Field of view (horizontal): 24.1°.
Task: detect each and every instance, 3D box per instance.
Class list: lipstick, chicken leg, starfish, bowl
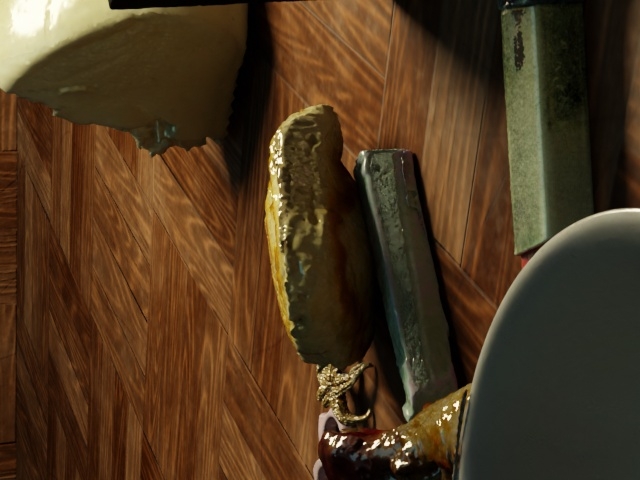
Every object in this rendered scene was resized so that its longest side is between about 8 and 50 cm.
[{"bbox_3d":[0.134,-0.098,0.883,0.051,0.051,0.312,-171,76,-68],"label":"lipstick"},{"bbox_3d":[0.108,0.170,0.895,0.177,0.083,0.322,-51,38,14],"label":"chicken leg"},{"bbox_3d":[0.019,0.120,1.266,0.091,0.028,0.078,139,126,-60],"label":"starfish"},{"bbox_3d":[0.195,0.153,0.606,0.345,0.157,0.345,175,90,-69],"label":"bowl"}]

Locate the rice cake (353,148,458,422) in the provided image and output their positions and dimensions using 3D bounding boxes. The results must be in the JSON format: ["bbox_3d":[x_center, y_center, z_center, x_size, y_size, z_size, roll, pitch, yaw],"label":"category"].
[{"bbox_3d":[0.064,0.031,1.101,0.034,0.043,0.211,114,147,-66],"label":"rice cake"}]

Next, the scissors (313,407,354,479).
[{"bbox_3d":[0.035,0.221,1.252,0.212,0.021,0.110,-132,45,-59],"label":"scissors"}]

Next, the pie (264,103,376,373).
[{"bbox_3d":[0.000,0.000,1.172,0.179,0.084,0.205,86,178,-59],"label":"pie"}]

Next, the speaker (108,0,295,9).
[{"bbox_3d":[-0.033,-0.296,1.027,0.254,0.232,0.184,131,130,-63],"label":"speaker"}]

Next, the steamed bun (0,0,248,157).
[{"bbox_3d":[-0.222,-0.245,1.507,0.273,0.272,0.290,114,142,-51],"label":"steamed bun"}]
